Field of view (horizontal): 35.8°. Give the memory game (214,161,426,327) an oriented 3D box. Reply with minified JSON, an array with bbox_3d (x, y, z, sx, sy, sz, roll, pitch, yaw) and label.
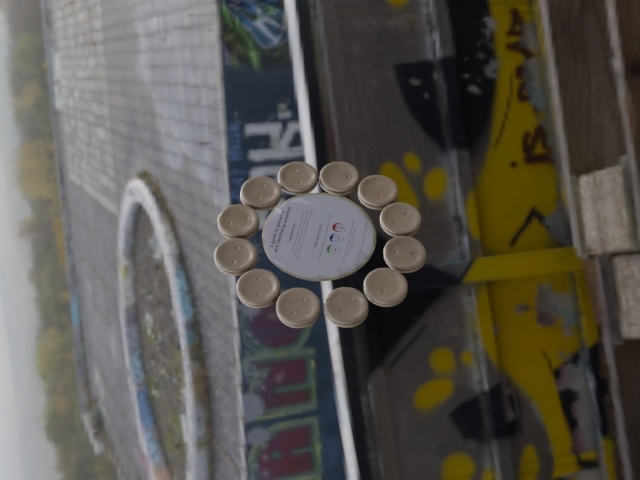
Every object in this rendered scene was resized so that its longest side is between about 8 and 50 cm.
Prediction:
[{"bbox_3d":[0.000,0.000,0.854,0.012,0.186,0.186,92,161,-51],"label":"memory game"}]
